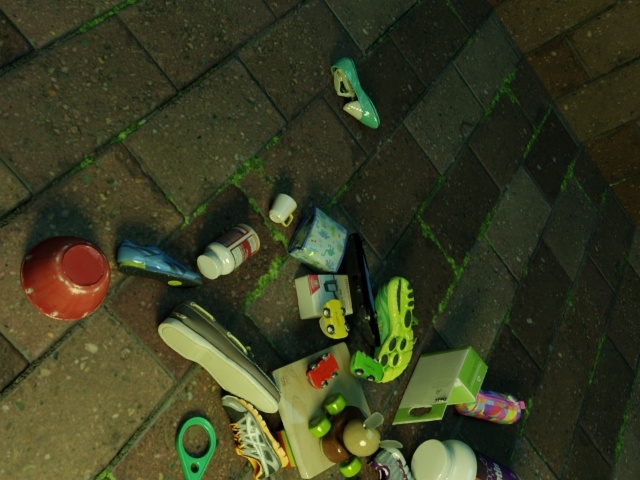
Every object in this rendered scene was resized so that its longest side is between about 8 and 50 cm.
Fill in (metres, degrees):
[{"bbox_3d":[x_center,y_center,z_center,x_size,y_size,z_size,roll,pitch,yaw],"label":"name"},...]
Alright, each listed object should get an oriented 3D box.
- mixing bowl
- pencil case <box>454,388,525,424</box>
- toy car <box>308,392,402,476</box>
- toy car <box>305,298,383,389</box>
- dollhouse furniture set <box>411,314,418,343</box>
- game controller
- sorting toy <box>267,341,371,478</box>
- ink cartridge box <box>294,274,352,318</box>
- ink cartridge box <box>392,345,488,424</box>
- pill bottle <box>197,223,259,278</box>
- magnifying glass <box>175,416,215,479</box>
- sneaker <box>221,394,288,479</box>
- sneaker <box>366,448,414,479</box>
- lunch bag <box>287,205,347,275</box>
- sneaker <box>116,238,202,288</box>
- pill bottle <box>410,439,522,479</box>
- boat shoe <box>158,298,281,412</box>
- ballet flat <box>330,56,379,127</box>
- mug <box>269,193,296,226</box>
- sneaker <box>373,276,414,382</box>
[{"bbox_3d":[-0.496,0.064,1.403,0.182,0.098,0.181,17,63,-36],"label":"mixing bowl"},{"bbox_3d":[0.519,0.504,2.143,0.236,0.104,0.104,18,61,-36],"label":"pencil case"},{"bbox_3d":[0.097,0.438,1.594,0.155,0.188,0.149,54,46,-12],"label":"toy car"},{"bbox_3d":[0.061,0.290,1.722,0.225,0.053,0.239,35,53,-28],"label":"toy car"},{"bbox_3d":[0.232,0.285,2.000,0.076,0.059,0.151,45,48,-19],"label":"dollhouse furniture set"},{"bbox_3d":[0.119,0.130,1.868,0.319,0.067,0.166,-95,161,-45],"label":"game controller"},{"bbox_3d":[-0.010,0.412,1.706,0.256,0.089,0.257,-14,82,-45],"label":"sorting toy"},{"bbox_3d":[0.014,0.149,1.855,0.151,0.063,0.109,2,72,-42],"label":"ink cartridge box"},{"bbox_3d":[0.333,0.429,1.942,0.097,0.189,0.255,48,49,-19],"label":"ink cartridge box"},{"bbox_3d":[-0.223,0.028,1.675,0.152,0.086,0.086,-39,100,-44],"label":"pill bottle"},{"bbox_3d":[-0.272,0.494,1.482,0.092,0.026,0.230,20,59,-36],"label":"magnifying glass"},{"bbox_3d":[-0.161,0.442,1.566,0.083,0.084,0.214,-37,93,-26],"label":"sneaker"},{"bbox_3d":[0.201,0.650,1.825,0.098,0.083,0.223,-29,91,-22],"label":"sneaker"},{"bbox_3d":[0.000,0.000,1.883,0.129,0.096,0.151,37,61,-25],"label":"lunch bag"},{"bbox_3d":[-0.354,0.050,1.559,0.209,0.069,0.082,21,56,-35],"label":"sneaker"},{"bbox_3d":[0.402,0.664,1.910,0.323,0.182,0.181,34,53,-28],"label":"pill bottle"},{"bbox_3d":[-0.208,0.259,1.560,0.324,0.116,0.096,39,47,-8],"label":"boat shoe"},{"bbox_3d":[0.098,-0.453,2.186,0.087,0.083,0.247,-25,90,-21],"label":"ballet flat"},{"bbox_3d":[-0.099,-0.076,1.852,0.078,0.062,0.064,40,58,-15],"label":"mug"},{"bbox_3d":[0.190,0.249,1.940,0.110,0.124,0.295,16,78,-30],"label":"sneaker"}]
